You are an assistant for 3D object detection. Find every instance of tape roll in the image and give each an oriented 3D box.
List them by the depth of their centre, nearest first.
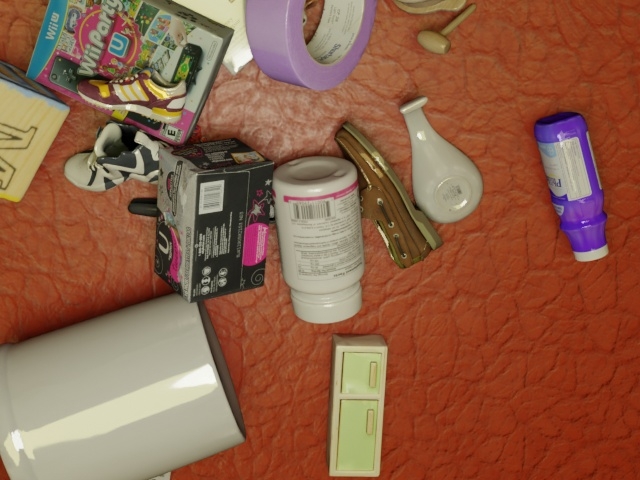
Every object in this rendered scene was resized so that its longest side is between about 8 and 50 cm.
[{"bbox_3d":[-0.011,-0.403,1.783,0.090,0.275,0.275,19,102,30],"label":"tape roll"}]

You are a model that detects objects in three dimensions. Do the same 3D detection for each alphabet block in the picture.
[{"bbox_3d":[-0.590,-0.209,1.779,0.193,0.192,0.197,21,101,-51],"label":"alphabet block"}]

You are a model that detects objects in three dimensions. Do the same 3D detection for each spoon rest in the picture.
[{"bbox_3d":[0.221,-0.155,1.962,0.137,0.084,0.276,-25,116,2],"label":"spoon rest"}]

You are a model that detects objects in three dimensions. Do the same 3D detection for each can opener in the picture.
[{"bbox_3d":[-0.270,-0.055,1.939,0.186,0.059,0.073,7,102,-7],"label":"can opener"}]

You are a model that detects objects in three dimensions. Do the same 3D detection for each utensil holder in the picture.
[{"bbox_3d":[-0.362,0.287,1.873,0.385,0.327,0.327,-19,103,-4],"label":"utensil holder"}]

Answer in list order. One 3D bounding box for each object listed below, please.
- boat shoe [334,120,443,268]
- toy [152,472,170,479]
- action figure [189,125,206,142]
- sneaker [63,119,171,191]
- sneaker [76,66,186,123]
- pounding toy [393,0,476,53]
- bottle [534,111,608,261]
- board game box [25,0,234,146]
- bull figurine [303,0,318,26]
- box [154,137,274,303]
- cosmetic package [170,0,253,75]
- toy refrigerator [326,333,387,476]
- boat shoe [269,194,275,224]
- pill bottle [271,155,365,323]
[{"bbox_3d":[0.108,-0.079,1.940,0.104,0.111,0.307,-37,102,2],"label":"boat shoe"},{"bbox_3d":[-0.420,0.485,2.024,0.237,0.056,0.137,10,56,-8],"label":"toy"},{"bbox_3d":[-0.263,-0.217,1.923,0.115,0.030,0.038,32,93,-12],"label":"action figure"},{"bbox_3d":[-0.383,-0.158,1.828,0.235,0.153,0.094,5,67,25],"label":"sneaker"},{"bbox_3d":[-0.320,-0.263,1.752,0.185,0.069,0.084,12,118,-7],"label":"sneaker"},{"bbox_3d":[0.208,-0.483,1.888,0.154,0.155,0.269,21,90,20],"label":"pounding toy"},{"bbox_3d":[0.486,-0.101,1.966,0.092,0.118,0.283,-18,103,-2],"label":"bottle"},{"bbox_3d":[-0.336,-0.330,1.812,0.303,0.097,0.224,25,115,-1],"label":"board game box"},{"bbox_3d":[-0.066,-0.520,1.815,0.101,0.188,0.310,11,94,24],"label":"bull figurine"},{"bbox_3d":[-0.194,-0.039,1.822,0.163,0.142,0.247,-12,119,-34],"label":"box"},{"bbox_3d":[-0.193,-0.423,1.857,0.117,0.085,0.231,-42,103,5],"label":"cosmetic package"},{"bbox_3d":[0.070,0.326,2.030,0.102,0.094,0.269,2,101,-5],"label":"toy refrigerator"},{"bbox_3d":[-0.148,-0.107,1.935,0.206,0.065,0.075,43,95,-12],"label":"boat shoe"},{"bbox_3d":[0.000,0.000,1.906,0.160,0.160,0.283,-7,115,-3],"label":"pill bottle"}]
